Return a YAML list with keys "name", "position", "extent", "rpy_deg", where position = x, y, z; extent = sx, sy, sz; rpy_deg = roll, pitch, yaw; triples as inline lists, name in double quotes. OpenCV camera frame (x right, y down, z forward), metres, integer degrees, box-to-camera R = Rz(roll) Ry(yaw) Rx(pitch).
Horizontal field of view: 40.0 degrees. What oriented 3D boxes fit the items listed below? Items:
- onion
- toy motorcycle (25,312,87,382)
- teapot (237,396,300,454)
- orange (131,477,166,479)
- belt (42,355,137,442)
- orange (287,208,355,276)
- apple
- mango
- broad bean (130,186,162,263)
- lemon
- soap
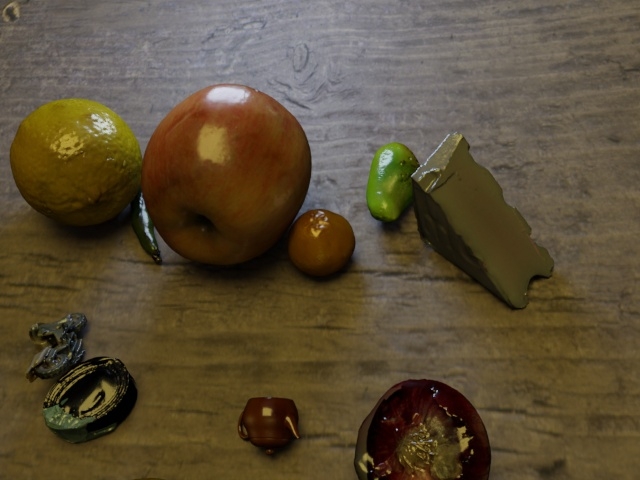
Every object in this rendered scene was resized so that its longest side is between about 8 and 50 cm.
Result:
- name: "onion"
  position: [0.199, 0.390, 1.595]
  extent: [0.272, 0.195, 0.272]
  rpy_deg: [-19, 61, 40]
- name: "toy motorcycle"
  position: [-0.594, 0.238, 1.933]
  extent: [0.129, 0.094, 0.229]
  rpy_deg: [-10, 28, 5]
- name: "teapot"
  position: [-0.102, 0.365, 1.723]
  extent: [0.173, 0.116, 0.116]
  rpy_deg: [-11, 44, 40]
- name: "orange"
  position: [-0.310, 0.551, 1.519]
  extent: [0.279, 0.235, 0.279]
  rpy_deg: [-43, 16, 15]
- name: "belt"
  position: [-0.484, 0.338, 1.845]
  extent: [0.198, 0.078, 0.151]
  rpy_deg: [-32, 56, -15]
- name: "orange"
  position: [0.000, 0.000, 1.966]
  extent: [0.159, 0.136, 0.159]
  rpy_deg: [-6, 47, 7]
- name: "apple"
  position: [-0.215, -0.136, 1.971]
  extent: [0.391, 0.391, 0.347]
  rpy_deg: [0, 48, 13]
- name: "mango"
  position: [0.172, -0.130, 2.048]
  extent: [0.125, 0.111, 0.233]
  rpy_deg: [-5, 48, 17]
- name: "broad bean"
  position: [-0.440, -0.055, 2.177]
  extent: [0.060, 0.043, 0.298]
  rpy_deg: [-11, 50, -9]
- name: "lemon"
  position: [-0.595, -0.192, 2.155]
  extent: [0.336, 0.336, 0.336]
  rpy_deg: [-7, 50, 8]
- name: "soap"
  position: [0.342, -0.043, 1.841]
  extent: [0.159, 0.258, 0.302]
  rpy_deg: [-40, 54, -20]
